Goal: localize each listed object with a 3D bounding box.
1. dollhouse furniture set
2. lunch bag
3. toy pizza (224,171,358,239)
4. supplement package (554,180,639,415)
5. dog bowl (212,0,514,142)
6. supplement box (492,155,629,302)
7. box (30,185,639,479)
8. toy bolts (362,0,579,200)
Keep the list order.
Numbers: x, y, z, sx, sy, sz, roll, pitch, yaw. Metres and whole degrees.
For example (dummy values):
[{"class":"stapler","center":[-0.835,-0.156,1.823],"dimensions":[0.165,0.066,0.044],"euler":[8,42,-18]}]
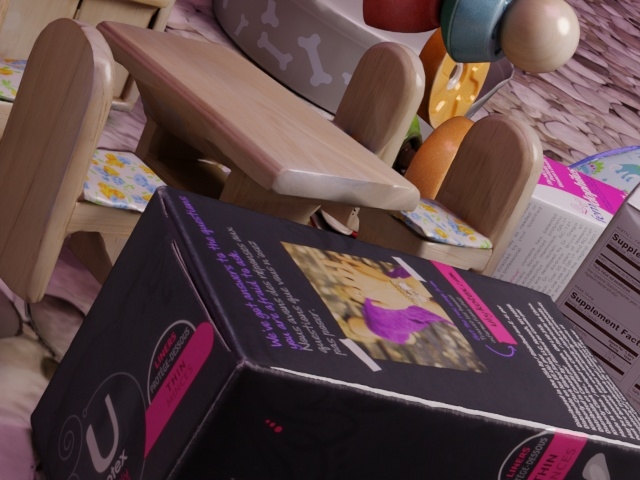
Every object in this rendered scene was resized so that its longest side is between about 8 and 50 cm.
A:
[{"class":"dollhouse furniture set","center":[-0.082,-0.153,0.899],"dimensions":[0.362,0.256,0.394],"euler":[6,25,-43]},{"class":"lunch bag","center":[0.285,-0.017,1.365],"dimensions":[0.151,0.096,0.129],"euler":[-11,39,-16]},{"class":"toy pizza","center":[0.000,0.000,1.053],"dimensions":[0.201,0.032,0.201],"euler":[26,23,-12]},{"class":"supplement package","center":[0.243,0.073,0.991],"dimensions":[0.149,0.203,0.194],"euler":[36,23,11]},{"class":"dog bowl","center":[0.038,-0.231,1.474],"dimensions":[0.348,0.102,0.349],"euler":[26,24,-13]},{"class":"supplement box","center":[0.217,0.006,1.210],"dimensions":[0.220,0.114,0.111],"euler":[20,27,-22]},{"class":"box","center":[0.015,0.103,0.697],"dimensions":[0.270,0.165,0.143],"euler":[15,28,-32]},{"class":"toy bolts","center":[0.133,-0.130,1.086],"dimensions":[0.158,0.228,0.218],"euler":[28,43,26]}]
